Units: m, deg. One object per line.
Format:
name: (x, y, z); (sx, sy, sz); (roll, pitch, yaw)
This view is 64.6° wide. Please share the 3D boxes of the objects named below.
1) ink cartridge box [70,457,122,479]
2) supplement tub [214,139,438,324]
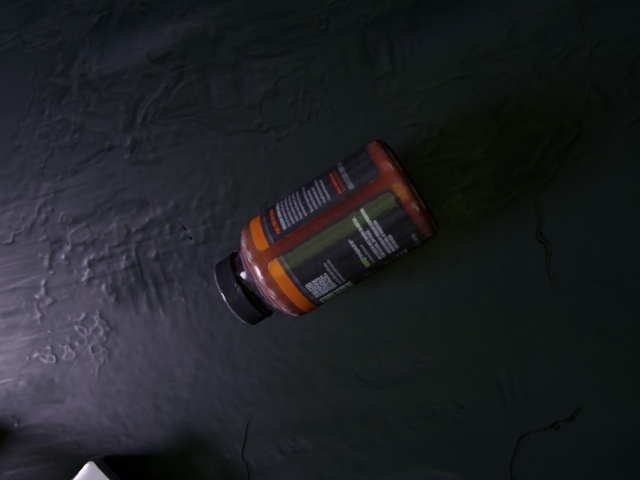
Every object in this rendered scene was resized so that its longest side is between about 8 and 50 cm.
ink cartridge box: (-0.250, 0.318, 0.545); (0.104, 0.061, 0.181); (43, 98, 5)
supplement tub: (0.000, 0.000, 0.470); (0.197, 0.106, 0.106); (-31, 87, 9)
